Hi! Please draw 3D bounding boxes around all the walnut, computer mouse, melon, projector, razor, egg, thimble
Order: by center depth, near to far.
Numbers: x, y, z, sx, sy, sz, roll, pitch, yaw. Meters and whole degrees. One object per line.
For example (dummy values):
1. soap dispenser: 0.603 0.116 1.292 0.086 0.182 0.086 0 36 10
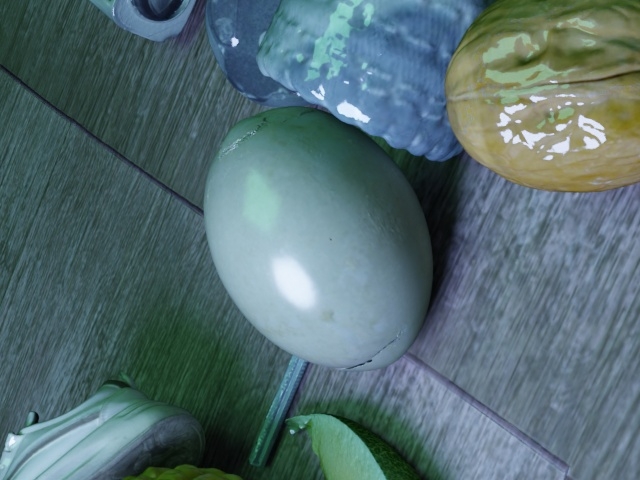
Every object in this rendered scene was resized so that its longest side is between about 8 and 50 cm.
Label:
1. walnut: 0.193 -0.117 1.003 0.197 0.165 0.165 -11 67 31
2. thimble: 0.065 -0.179 1.153 0.205 0.250 0.172 27 99 7
3. egg: 0.000 0.000 1.172 0.186 0.186 0.253 -25 101 45
4. melon: 0.038 0.223 1.191 0.262 0.053 0.114 42 128 54
5. razor: -0.026 0.127 1.308 0.084 0.036 0.211 27 104 33
6. computer mouse: 0.024 -0.295 1.322 0.379 0.167 0.090 -52 -2 26
7. projector: -0.201 -0.390 1.657 0.250 0.108 0.198 -64 34 10

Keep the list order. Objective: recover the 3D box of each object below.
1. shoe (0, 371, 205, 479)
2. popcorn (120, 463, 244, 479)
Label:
1. shoe: -0.273 0.243 1.310 0.316 0.124 0.159 -36 47 -11
2. popcorn: -0.123 0.335 1.193 0.270 0.224 0.257 7 87 57
